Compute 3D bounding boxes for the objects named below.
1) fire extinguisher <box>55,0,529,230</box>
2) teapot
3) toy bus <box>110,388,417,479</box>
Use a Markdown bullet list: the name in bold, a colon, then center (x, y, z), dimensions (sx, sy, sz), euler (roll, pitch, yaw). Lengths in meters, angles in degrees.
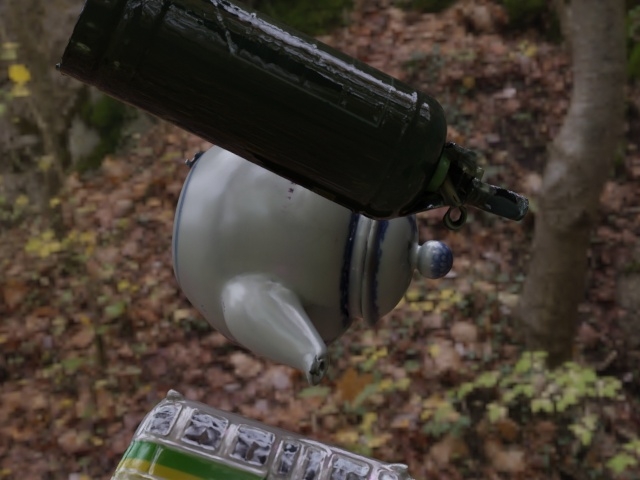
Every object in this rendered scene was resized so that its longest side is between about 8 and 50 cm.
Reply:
- **fire extinguisher**: center (-0.013, -0.087, 0.769), dimensions (0.311, 0.095, 0.114), euler (25, -2, -11)
- **teapot**: center (0.000, 0.000, 1.207), dimensions (0.280, 0.252, 0.424), euler (9, 37, 12)
- **toy bus**: center (-0.039, 0.263, 1.029), dimensions (0.305, 0.143, 0.179), euler (17, 45, 5)
